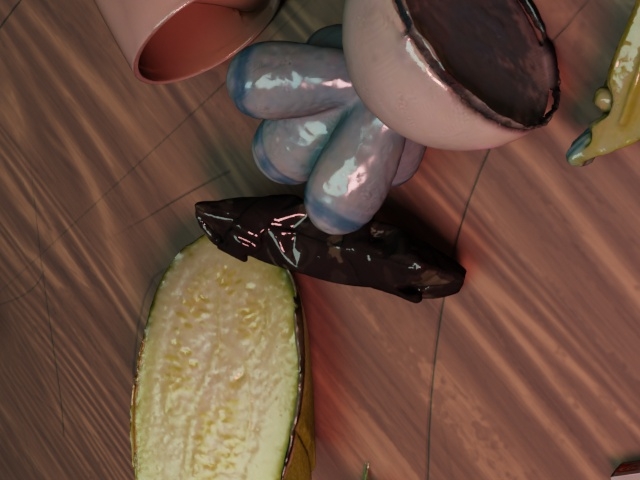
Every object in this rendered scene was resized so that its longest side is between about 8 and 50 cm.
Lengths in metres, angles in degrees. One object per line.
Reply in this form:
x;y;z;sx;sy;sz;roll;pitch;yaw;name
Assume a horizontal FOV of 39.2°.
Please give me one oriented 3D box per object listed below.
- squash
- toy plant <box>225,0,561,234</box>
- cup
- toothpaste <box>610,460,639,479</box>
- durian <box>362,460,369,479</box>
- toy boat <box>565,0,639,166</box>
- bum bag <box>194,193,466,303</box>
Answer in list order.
-0.117;0.152;1.137;0.233;0.210;0.309;7;115;23;squash
0.044;-0.143;0.914;0.332;0.247;0.247;-31;86;43;toy plant
-0.150;-0.333;1.024;0.252;0.191;0.200;-32;82;9;cup
0.392;0.237;0.898;0.196;0.040;0.047;-21;90;40;toothpaste
0.053;0.491;1.166;0.169;0.157;0.356;32;123;44;durian
0.302;-0.183;0.772;0.084;0.111;0.276;27;119;20;toy boat
0.000;0.000;1.015;0.340;0.144;0.095;15;83;22;bum bag
